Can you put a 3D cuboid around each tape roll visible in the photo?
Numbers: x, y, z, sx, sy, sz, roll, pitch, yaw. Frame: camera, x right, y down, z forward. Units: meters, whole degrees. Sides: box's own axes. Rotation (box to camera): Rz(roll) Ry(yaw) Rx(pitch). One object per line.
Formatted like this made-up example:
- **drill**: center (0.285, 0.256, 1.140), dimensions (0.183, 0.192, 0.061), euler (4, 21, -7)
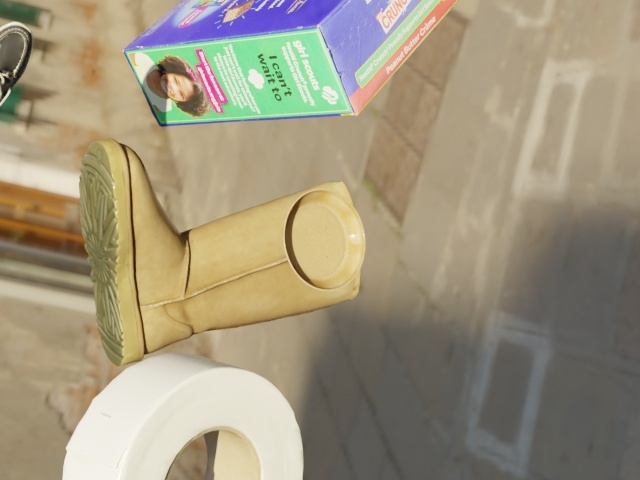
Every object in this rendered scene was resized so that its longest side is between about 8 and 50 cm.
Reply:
- **tape roll**: center (-0.153, 0.273, 1.555), dimensions (0.100, 0.286, 0.286), euler (11, 88, 45)

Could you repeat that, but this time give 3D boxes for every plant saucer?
- **plant saucer**: center (0.000, 0.000, 1.104), dimensions (0.015, 0.083, 0.083), euler (-10, 66, 53)

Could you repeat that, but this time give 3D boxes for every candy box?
- **candy box**: center (-0.030, -0.258, 1.614), dimensions (0.317, 0.122, 0.268), euler (-1, 37, 42)

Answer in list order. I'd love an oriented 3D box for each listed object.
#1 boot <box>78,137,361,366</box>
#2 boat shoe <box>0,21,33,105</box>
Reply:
- **boot**: center (-0.090, -0.014, 1.312), dimensions (0.089, 0.269, 0.236), euler (39, 137, 47)
- **boat shoe**: center (-0.310, -0.147, 1.270), dimensions (0.125, 0.046, 0.038), euler (-49, 22, 9)
